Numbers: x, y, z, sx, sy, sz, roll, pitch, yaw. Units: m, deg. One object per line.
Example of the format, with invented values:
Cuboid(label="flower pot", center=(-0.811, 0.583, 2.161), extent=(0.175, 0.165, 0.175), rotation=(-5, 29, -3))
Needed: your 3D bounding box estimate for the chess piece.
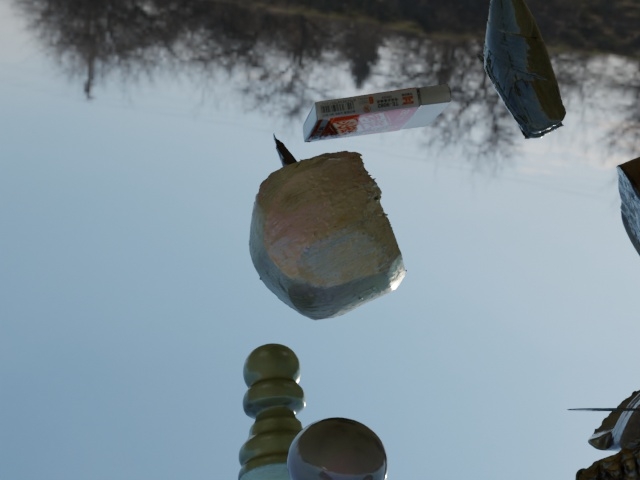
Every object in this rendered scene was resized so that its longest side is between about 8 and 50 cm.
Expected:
Cuboid(label="chess piece", center=(-0.083, 0.301, 1.782), extent=(0.144, 0.144, 0.251), rotation=(3, -124, -15))

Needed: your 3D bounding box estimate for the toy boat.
Cuboid(label="toy boat", center=(0.592, 0.298, 1.761), extent=(0.276, 0.111, 0.293), rotation=(-30, 173, -12))

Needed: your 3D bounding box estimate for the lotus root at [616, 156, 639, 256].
Cuboid(label="lotus root", center=(0.593, 0.012, 1.469), extent=(0.249, 0.316, 0.316), rotation=(-18, -164, 3))

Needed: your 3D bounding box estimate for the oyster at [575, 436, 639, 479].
Cuboid(label="oyster", center=(0.465, 0.423, 1.520), extent=(0.354, 0.201, 0.107), rotation=(-23, -158, -12))

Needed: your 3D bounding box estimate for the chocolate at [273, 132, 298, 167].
Cuboid(label="chocolate", center=(-0.056, -0.138, 2.015), extent=(0.028, 0.086, 0.182), rotation=(-28, -128, -9))

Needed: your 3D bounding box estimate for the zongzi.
Cuboid(label="zongzi", center=(0.256, -0.225, 1.259), extent=(0.078, 0.160, 0.176), rotation=(-25, 158, -2))

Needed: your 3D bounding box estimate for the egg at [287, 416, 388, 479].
Cuboid(label="egg", center=(0.018, 0.253, 1.148), extent=(0.103, 0.103, 0.135), rotation=(-6, 177, -38))

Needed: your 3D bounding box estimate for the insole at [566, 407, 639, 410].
Cuboid(label="insole", center=(0.481, 0.267, 1.586), extent=(0.188, 0.004, 0.064), rotation=(0, 169, -2))

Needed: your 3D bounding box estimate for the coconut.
Cuboid(label="coconut", center=(0.000, 0.000, 1.816), extent=(0.254, 0.297, 0.297), rotation=(-18, -162, -1))

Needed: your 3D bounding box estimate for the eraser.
Cuboid(label="eraser", center=(0.092, -0.214, 1.711), extent=(0.230, 0.038, 0.157), rotation=(-9, 173, -10))
